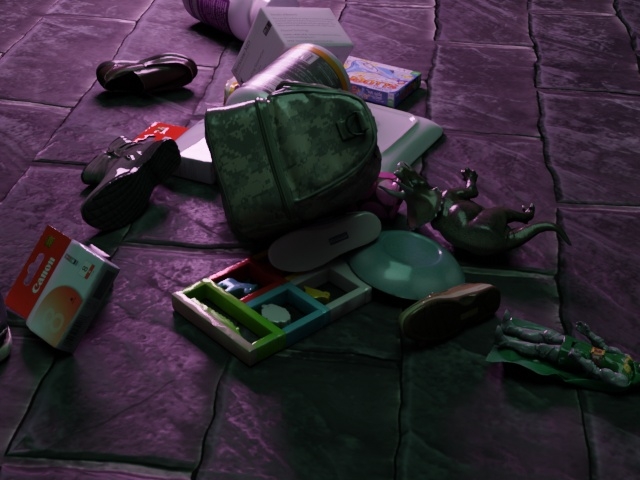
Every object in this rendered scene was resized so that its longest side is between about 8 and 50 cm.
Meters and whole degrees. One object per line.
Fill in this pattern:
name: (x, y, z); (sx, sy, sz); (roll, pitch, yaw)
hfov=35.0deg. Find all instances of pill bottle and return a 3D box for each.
pill bottle: (-0.190, -0.579, 2.474); (0.169, 0.169, 0.301); (-24, 41, -34)
pill bottle: (-0.079, -0.241, 1.898); (0.162, 0.162, 0.278); (22, 47, 29)

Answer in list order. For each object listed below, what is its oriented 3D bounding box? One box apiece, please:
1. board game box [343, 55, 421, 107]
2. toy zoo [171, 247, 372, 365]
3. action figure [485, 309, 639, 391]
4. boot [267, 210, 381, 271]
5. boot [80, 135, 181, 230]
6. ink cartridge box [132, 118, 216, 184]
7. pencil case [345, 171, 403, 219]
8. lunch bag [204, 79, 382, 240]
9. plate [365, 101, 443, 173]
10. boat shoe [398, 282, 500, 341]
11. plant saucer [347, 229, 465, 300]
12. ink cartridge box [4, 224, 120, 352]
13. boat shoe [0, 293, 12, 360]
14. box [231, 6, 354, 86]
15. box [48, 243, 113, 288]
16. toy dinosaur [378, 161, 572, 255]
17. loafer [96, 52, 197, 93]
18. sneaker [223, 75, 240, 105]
board game box: (0.105, -0.356, 2.259); (0.201, 0.035, 0.136); (17, 36, 24)
toy zoo: (-0.057, 0.080, 1.583); (0.293, 0.030, 0.192); (-26, 42, -36)
action figure: (0.365, 0.163, 1.447); (0.232, 0.063, 0.137); (16, 33, 16)
boot: (0.000, 0.000, 1.637); (0.190, 0.069, 0.086); (-16, 10, -13)
boot: (-0.376, -0.103, 1.831); (0.161, 0.083, 0.246); (4, 39, 37)
ink cartridge box: (-0.267, -0.193, 1.980); (0.232, 0.066, 0.189); (17, 36, 16)
pencil case: (0.050, -0.100, 1.816); (0.209, 0.095, 0.098); (15, 20, 16)
lunch bag: (-0.029, -0.130, 1.626); (0.256, 0.212, 0.305); (-14, -6, 2)
plate: (0.070, -0.213, 2.030); (0.277, 0.045, 0.278); (18, 37, 24)
boat shoe: (0.183, 0.105, 1.534); (0.190, 0.068, 0.072); (-11, 21, -35)
plant saucer: (0.142, 0.028, 1.636); (0.195, 0.037, 0.195); (10, 30, -6)
ink cartridge box: (-0.396, 0.063, 1.506); (0.179, 0.145, 0.045); (27, -3, 31)
boat shoe: (-0.553, 0.055, 1.529); (0.127, 0.113, 0.340); (-15, 36, -21)
box: (-0.059, -0.376, 2.099); (0.182, 0.181, 0.119); (-8, 55, -36)
box: (-0.372, 0.055, 1.581); (0.052, 0.062, 0.083); (28, 42, 33)
toy dinosaur: (0.260, -0.028, 1.709); (0.313, 0.121, 0.160); (32, 47, 18)
loafer: (-0.375, -0.349, 2.208); (0.220, 0.080, 0.078); (-8, 43, -5)
sneaker: (-0.150, -0.336, 2.202); (0.084, 0.069, 0.185); (15, 40, 4)
